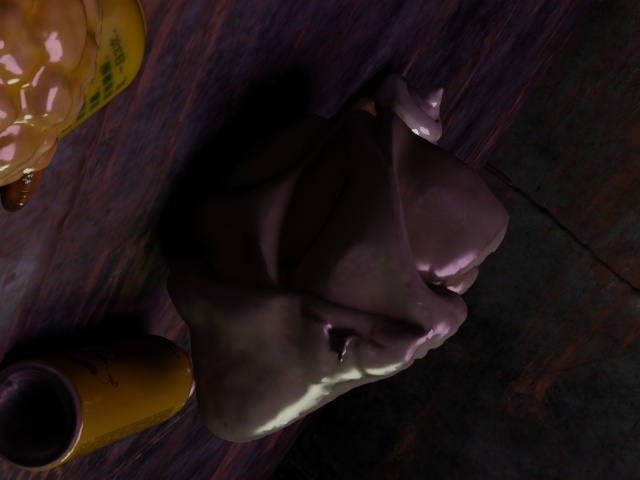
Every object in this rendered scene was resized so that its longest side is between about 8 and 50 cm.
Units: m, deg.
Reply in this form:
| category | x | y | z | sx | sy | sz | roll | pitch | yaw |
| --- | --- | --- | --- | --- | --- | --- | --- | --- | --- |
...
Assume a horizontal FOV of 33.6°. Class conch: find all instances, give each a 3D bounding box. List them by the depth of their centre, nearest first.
| category | x | y | z | sx | sy | sz | roll | pitch | yaw |
| --- | --- | --- | --- | --- | --- | --- | --- | --- | --- |
| conch | 0.075 | -0.101 | 1.384 | 0.255 | 0.127 | 0.158 | -55 | 169 | 22 |

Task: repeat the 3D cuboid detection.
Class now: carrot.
| category | x | y | z | sx | sy | sz | roll | pitch | yaw |
| --- | --- | --- | --- | --- | --- | --- | --- | --- | --- |
| carrot | -0.191 | -0.068 | 0.691 | 0.035 | 0.035 | 0.165 | -40 | 167 | -43 |

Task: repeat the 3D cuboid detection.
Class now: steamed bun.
| category | x | y | z | sx | sy | sz | roll | pitch | yaw |
| --- | --- | --- | --- | --- | --- | --- | --- | --- | --- |
| steamed bun | 0.000 | 0.000 | 1.104 | 0.367 | 0.255 | 0.342 | -25 | -163 | 19 |

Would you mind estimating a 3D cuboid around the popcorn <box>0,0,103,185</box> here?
| category | x | y | z | sx | sy | sz | roll | pitch | yaw |
| --- | --- | --- | --- | --- | --- | --- | --- | --- | --- |
| popcorn | -0.160 | -0.093 | 0.385 | 0.180 | 0.180 | 0.170 | -61 | -177 | 42 |

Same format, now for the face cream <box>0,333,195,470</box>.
| category | x | y | z | sx | sy | sz | roll | pitch | yaw |
| --- | --- | --- | --- | --- | --- | --- | --- | --- | --- |
| face cream | -0.218 | 0.158 | 1.119 | 0.105 | 0.105 | 0.348 | -53 | 168 | 8 |

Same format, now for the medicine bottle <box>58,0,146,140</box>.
| category | x | y | z | sx | sy | sz | roll | pitch | yaw |
| --- | --- | --- | --- | --- | --- | --- | --- | --- | --- |
| medicine bottle | -0.216 | -0.048 | 0.538 | 0.309 | 0.076 | 0.111 | -44 | 144 | -27 |
